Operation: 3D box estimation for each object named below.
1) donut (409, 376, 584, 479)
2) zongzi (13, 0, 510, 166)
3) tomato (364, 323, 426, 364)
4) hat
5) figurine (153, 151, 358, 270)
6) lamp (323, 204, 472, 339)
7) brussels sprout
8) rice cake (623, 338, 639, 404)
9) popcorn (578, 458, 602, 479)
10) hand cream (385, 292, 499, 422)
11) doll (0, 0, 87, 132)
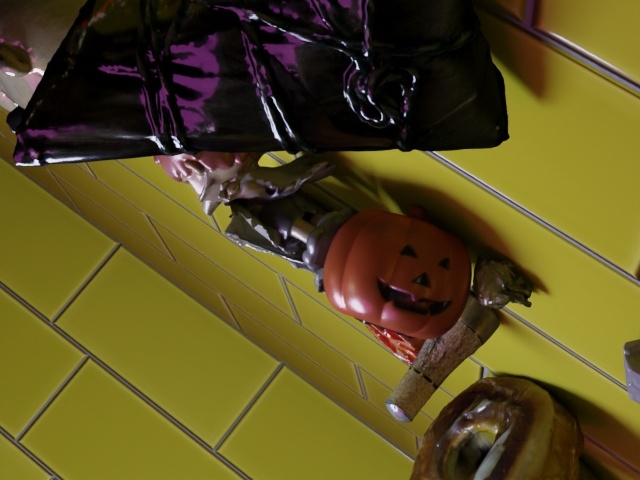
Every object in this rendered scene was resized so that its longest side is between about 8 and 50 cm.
[{"bbox_3d":[0.273,0.354,1.657,0.160,0.330,0.330,31,168,-15],"label":"donut"},{"bbox_3d":[-0.047,-0.230,0.902,0.383,0.362,0.319,-5,152,9],"label":"zongzi"},{"bbox_3d":[0.141,0.144,1.765,0.155,0.069,0.155,39,168,10],"label":"tomato"},{"bbox_3d":[0.000,0.000,1.566,0.244,0.149,0.214,2,156,48],"label":"hat"},{"bbox_3d":[-0.127,-0.104,1.448,0.387,0.207,0.166,35,122,16],"label":"figurine"},{"bbox_3d":[0.100,0.035,1.353,0.187,0.164,0.187,16,176,1],"label":"lamp"},{"bbox_3d":[0.222,0.058,1.330,0.085,0.058,0.085,20,168,5],"label":"brussels sprout"},{"bbox_3d":[0.466,0.208,1.186,0.298,0.050,0.106,30,164,31],"label":"rice cake"},{"bbox_3d":[0.391,0.443,1.862,0.221,0.184,0.204,31,-177,-25],"label":"popcorn"},{"bbox_3d":[0.164,0.167,1.503,0.084,0.203,0.084,35,165,11],"label":"hand cream"},{"bbox_3d":[-0.353,-0.256,1.426,0.247,0.247,0.349,45,174,-24],"label":"doll"}]
